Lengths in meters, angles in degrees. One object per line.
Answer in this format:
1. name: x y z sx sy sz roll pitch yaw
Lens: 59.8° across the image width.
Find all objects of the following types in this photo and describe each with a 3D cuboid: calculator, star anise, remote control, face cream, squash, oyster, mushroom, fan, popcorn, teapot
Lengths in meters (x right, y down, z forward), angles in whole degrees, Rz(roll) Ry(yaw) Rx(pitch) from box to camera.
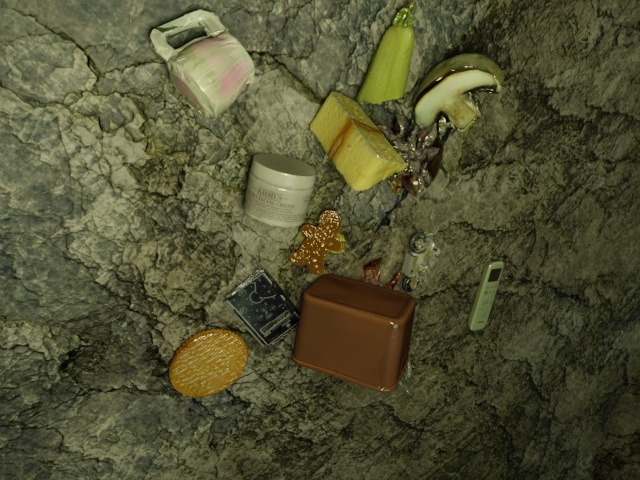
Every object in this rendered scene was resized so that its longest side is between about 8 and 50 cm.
1. calculator: -0.173 0.215 1.734 0.166 0.028 0.274 -38 128 -6
2. star anise: 0.255 -0.251 1.629 0.283 0.129 0.212 42 69 -24
3. remote control: 0.649 0.217 2.193 0.090 0.038 0.309 -3 116 -28
4. face cream: -0.110 -0.133 1.488 0.177 0.177 0.153 2 114 -30
5. squash: 0.205 -0.495 1.522 0.137 0.137 0.287 17 97 -35
6. oyster: 0.223 -0.215 1.706 0.103 0.051 0.148 -1 84 -40
7. mushroom: 0.387 -0.443 1.618 0.190 0.164 0.267 25 139 -13
8. fan: 0.356 -0.235 1.680 0.009 0.220 0.132 7 116 -7
9. popcorn: 0.044 0.009 1.727 0.083 0.059 0.068 29 112 -21
10. teapot: -0.263 -0.411 1.296 0.178 0.221 0.163 -43 168 -14

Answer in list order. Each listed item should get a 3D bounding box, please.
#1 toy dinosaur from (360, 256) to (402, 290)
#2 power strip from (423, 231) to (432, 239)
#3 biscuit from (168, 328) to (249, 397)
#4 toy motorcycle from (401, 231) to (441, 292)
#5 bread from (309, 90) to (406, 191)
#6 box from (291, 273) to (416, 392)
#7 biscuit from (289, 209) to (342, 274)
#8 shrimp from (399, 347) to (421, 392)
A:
1. toy dinosaur: 0.203 0.200 1.885 0.207 0.113 0.327 -3 117 -31
2. power strip: 0.368 0.011 1.937 0.040 0.016 0.090 -16 122 -22
3. biscuit: -0.343 0.378 1.721 0.254 0.035 0.254 -13 122 -22
4. toy motorcycle: 0.349 0.068 1.900 0.152 0.073 0.225 -12 119 -32
5. bread: 0.093 -0.270 1.483 0.178 0.266 0.142 -34 155 -3
6. box: 0.108 0.269 1.712 0.239 0.339 0.229 -38 139 -63
7. biscuit: 0.000 0.000 1.685 0.138 0.031 0.205 26 104 -3
8. shrimp: 0.216 0.430 1.999 0.410 0.166 0.221 33 131 -24
